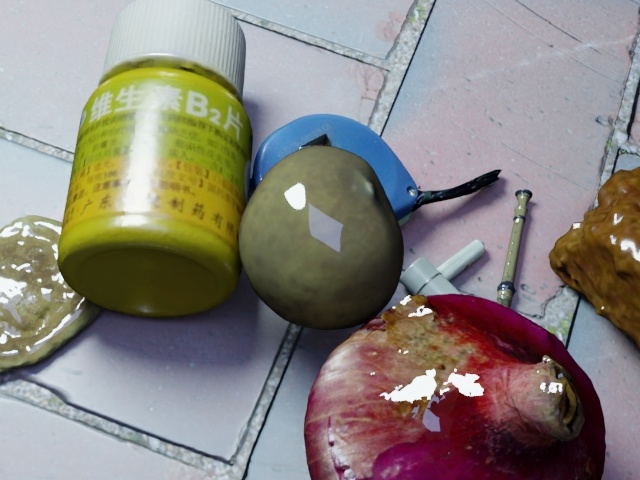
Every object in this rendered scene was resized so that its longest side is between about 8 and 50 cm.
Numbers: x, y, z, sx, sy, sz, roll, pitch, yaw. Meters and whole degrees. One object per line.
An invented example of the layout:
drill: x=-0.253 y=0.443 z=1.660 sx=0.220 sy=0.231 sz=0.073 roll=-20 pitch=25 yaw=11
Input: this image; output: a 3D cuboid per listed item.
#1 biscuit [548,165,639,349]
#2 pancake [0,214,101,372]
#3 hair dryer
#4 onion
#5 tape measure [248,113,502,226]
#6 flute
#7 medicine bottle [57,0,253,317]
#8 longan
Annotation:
biscuit: x=0.546 y=0.011 z=1.394 sx=0.395 sy=0.166 sz=0.342 roll=-23 pitch=47 yaw=-18
pancake: x=-0.396 y=0.063 z=1.386 sx=0.236 sy=0.042 sz=0.222 roll=-4 pitch=58 yaw=-10
hair dryer: x=0.180 y=0.043 z=1.459 sx=0.137 sy=0.047 sz=0.082 roll=-35 pitch=71 yaw=-30
onion: x=0.171 y=0.205 z=1.175 sx=0.348 sy=0.385 sz=0.347 roll=7 pitch=69 yaw=-19
tape measure: x=0.066 y=-0.094 z=1.494 sx=0.351 sy=0.098 sz=0.215 roll=-30 pitch=69 yaw=-23
flute: x=0.258 y=0.031 z=1.481 sx=0.027 sy=0.027 sz=0.233 roll=15 pitch=61 yaw=3
medicine bottle: x=-0.199 y=-0.113 z=1.401 sx=0.225 sy=0.224 sz=0.384 roll=4 pitch=59 yaw=-4
longan: x=0.000 y=0.000 z=1.289 sx=0.197 sy=0.196 sz=0.220 roll=-16 pitch=80 yaw=-14
